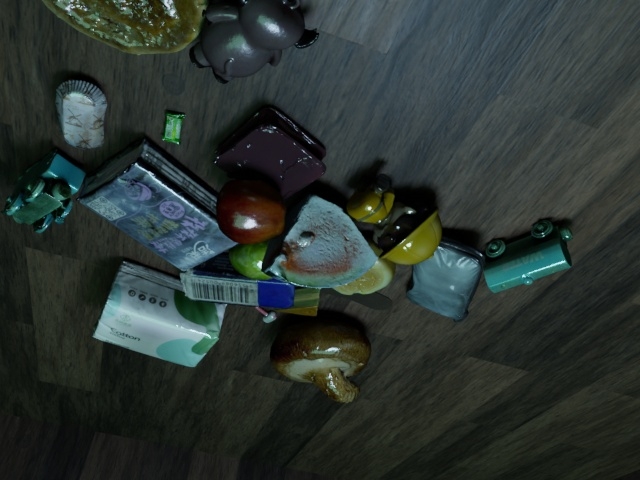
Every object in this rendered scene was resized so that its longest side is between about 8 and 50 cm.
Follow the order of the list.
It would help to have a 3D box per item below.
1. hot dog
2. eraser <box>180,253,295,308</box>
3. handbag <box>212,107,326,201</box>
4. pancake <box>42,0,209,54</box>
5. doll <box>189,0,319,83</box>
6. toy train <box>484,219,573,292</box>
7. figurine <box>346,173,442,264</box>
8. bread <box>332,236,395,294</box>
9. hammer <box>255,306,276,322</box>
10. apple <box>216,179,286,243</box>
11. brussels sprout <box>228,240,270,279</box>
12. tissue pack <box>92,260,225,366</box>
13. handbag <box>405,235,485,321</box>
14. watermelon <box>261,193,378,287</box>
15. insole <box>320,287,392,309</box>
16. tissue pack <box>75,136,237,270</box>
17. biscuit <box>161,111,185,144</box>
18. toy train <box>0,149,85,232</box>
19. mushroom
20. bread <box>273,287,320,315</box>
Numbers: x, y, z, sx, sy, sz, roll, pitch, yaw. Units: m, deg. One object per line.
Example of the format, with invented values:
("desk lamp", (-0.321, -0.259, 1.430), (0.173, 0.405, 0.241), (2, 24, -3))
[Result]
("hot dog", (-0.539, -0.282, 1.298), (0.108, 0.059, 0.191), (15, 141, -13))
("eraser", (-0.239, 0.118, 1.709), (0.332, 0.101, 0.155), (5, 139, -1))
("handbag", (-0.116, -0.190, 1.346), (0.203, 0.074, 0.216), (33, 135, -29))
("pancake", (-0.370, -0.482, 1.032), (0.356, 0.065, 0.356), (6, 141, 5))
("doll", (-0.130, -0.387, 1.074), (0.182, 0.117, 0.257), (25, 140, -37))
("toy train", (0.531, 0.050, 1.492), (0.248, 0.159, 0.101), (-25, 126, 34))
("figurine", (0.181, -0.041, 1.417), (0.257, 0.167, 0.192), (28, 146, -22))
("bread", (0.100, 0.064, 1.599), (0.213, 0.104, 0.213), (6, 140, 5))
("hammer", (-0.186, 0.240, 1.904), (0.052, 0.031, 0.083), (-31, 122, 32))
("apple", (-0.160, -0.065, 1.342), (0.158, 0.147, 0.156), (6, 121, -1))
("brussels sprout", (-0.158, 0.041, 1.569), (0.181, 0.143, 0.161), (-9, 154, 20))
("tissue pack", (-0.502, 0.243, 1.817), (0.357, 0.193, 0.266), (22, 139, -18))
("handbag", (0.342, 0.113, 1.617), (0.192, 0.075, 0.332), (19, 144, 16))
("watermelon", (0.000, 0.000, 1.402), (0.290, 0.320, 0.213), (13, 111, 8))
("insole", (0.082, 0.153, 1.784), (0.328, 0.007, 0.111), (23, 139, -19))
("tissue pack", (-0.403, -0.075, 1.488), (0.259, 0.122, 0.361), (-24, 134, 33))
("biscuit", (-0.340, -0.261, 1.330), (0.046, 0.016, 0.089), (14, 140, -12))
("toy train", (-0.683, -0.120, 1.426), (0.203, 0.163, 0.112), (-20, 135, 30))
("mushroom", (-0.003, 0.376, 1.922), (0.345, 0.239, 0.345), (-3, 122, -5))
("bread", (-0.074, 0.180, 1.777), (0.139, 0.074, 0.084), (9, 150, 0))
